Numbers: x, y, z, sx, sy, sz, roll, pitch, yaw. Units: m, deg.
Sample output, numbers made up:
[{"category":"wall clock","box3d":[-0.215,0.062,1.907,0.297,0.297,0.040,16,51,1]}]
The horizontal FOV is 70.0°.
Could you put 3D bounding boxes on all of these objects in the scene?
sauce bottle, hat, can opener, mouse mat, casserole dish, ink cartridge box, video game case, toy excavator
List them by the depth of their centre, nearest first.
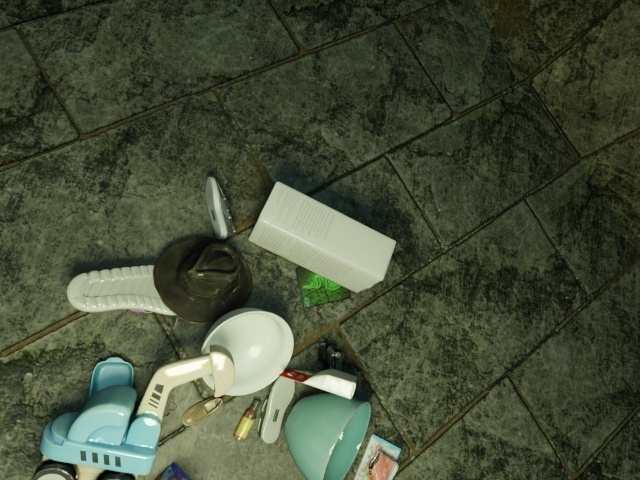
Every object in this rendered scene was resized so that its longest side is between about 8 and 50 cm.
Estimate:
[{"category":"toy excavator","box3d":[-0.490,0.471,1.235,0.433,0.222,0.445,17,92,-14]},{"category":"casserole dish","box3d":[-0.626,0.448,1.371,0.114,0.037,0.188,6,74,-16]},{"category":"ink cartridge box","box3d":[0.000,0.431,1.453,0.232,0.189,0.066,20,82,9]},{"category":"sauce bottle","box3d":[-0.230,0.573,1.458,0.042,0.042,0.128,31,70,-7]},{"category":"hat","box3d":[-0.350,0.100,1.459,0.331,0.134,0.331,17,54,-24]},{"category":"video game case","box3d":[0.194,0.764,1.554,0.119,0.015,0.166,30,68,-7]},{"category":"can opener","box3d":[0.031,0.447,1.577,0.059,0.073,0.186,18,69,-54]},{"category":"mouse mat","box3d":[0.011,0.155,1.670,0.190,0.007,0.152,-10,78,-21]}]

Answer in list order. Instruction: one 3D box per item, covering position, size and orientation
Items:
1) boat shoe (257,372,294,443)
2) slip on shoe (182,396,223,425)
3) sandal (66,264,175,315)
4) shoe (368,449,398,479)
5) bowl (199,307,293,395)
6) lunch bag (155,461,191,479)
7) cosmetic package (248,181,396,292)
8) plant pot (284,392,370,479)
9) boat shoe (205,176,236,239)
[{"category":"boat shoe","box3d":[-0.151,0.532,1.474,0.078,0.070,0.219,29,73,-28]},{"category":"slip on shoe","box3d":[-0.366,0.531,1.427,0.135,0.041,0.051,-22,83,-22]},{"category":"sandal","box3d":[-0.562,0.162,1.440,0.416,0.102,0.169,8,58,-29]},{"category":"shoe","box3d":[0.182,0.788,1.504,0.081,0.063,0.178,39,62,-3]},{"category":"bowl","box3d":[-0.246,0.326,1.443,0.298,0.134,0.298,-10,113,-24]},{"category":"lunch bag","box3d":[-0.428,0.750,1.211,0.138,0.293,0.221,44,68,-2]},{"category":"cosmetic package","box3d":[0.000,0.000,1.585,0.453,0.230,0.161,27,67,-9]},{"category":"plant pot","box3d":[0.003,0.598,1.427,0.195,0.290,0.290,20,65,27]},{"category":"boat shoe","box3d":[-0.343,-0.115,1.599,0.076,0.080,0.228,-7,74,-37]}]
